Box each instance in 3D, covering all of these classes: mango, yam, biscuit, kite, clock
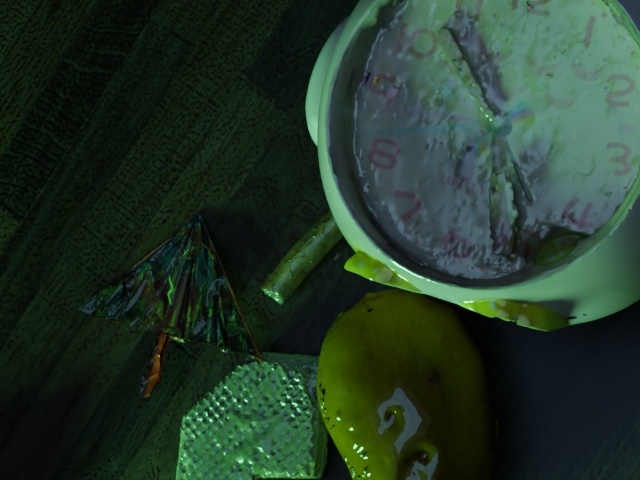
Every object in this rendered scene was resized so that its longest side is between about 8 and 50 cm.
[{"bbox_3d":[0.075,0.163,1.195,0.156,0.151,0.249,0,78,-13],"label":"mango"},{"bbox_3d":[0.000,0.000,1.312,0.145,0.032,0.032,-47,70,8],"label":"yam"},{"bbox_3d":[-0.064,0.225,1.297,0.147,0.046,0.250,5,85,22],"label":"biscuit"},{"bbox_3d":[-0.138,0.063,1.346,0.232,0.009,0.189,8,75,33],"label":"kite"},{"bbox_3d":[0.180,-0.131,1.143,0.368,0.250,0.377,17,96,23],"label":"clock"}]
